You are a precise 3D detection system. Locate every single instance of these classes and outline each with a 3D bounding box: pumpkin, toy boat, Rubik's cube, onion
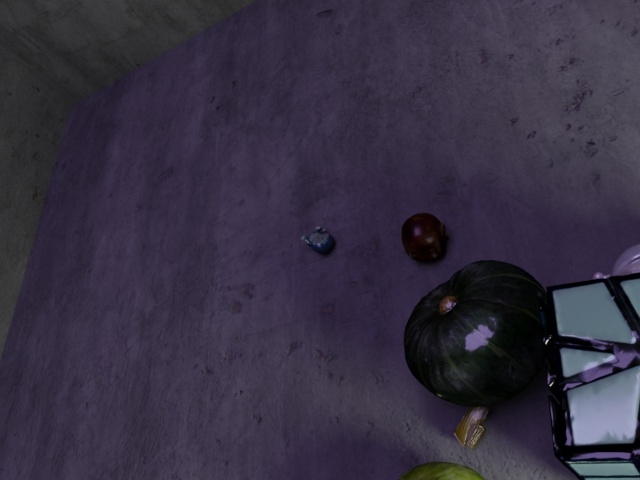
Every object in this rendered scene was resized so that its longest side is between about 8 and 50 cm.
[{"bbox_3d":[0.301,0.179,1.128,0.300,0.207,0.300,-44,19,20],"label":"pumpkin"},{"bbox_3d":[0.316,0.337,1.150,0.049,0.047,0.149,31,85,29],"label":"toy boat"},{"bbox_3d":[0.524,0.229,0.913,0.293,0.283,0.288,-13,55,32],"label":"Rubik's cube"},{"bbox_3d":[0.242,-0.011,1.380,0.118,0.118,0.117,-29,46,17],"label":"onion"}]

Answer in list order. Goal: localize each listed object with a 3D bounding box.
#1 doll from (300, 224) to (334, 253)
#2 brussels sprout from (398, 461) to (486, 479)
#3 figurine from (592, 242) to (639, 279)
[{"bbox_3d":[0.000,0.000,1.577,0.076,0.050,0.083,-40,43,-18],"label":"doll"},{"bbox_3d":[0.216,0.497,1.038,0.223,0.161,0.223,-12,58,20],"label":"brussels sprout"},{"bbox_3d":[0.617,0.046,1.021,0.256,0.182,0.145,-14,67,3],"label":"figurine"}]
